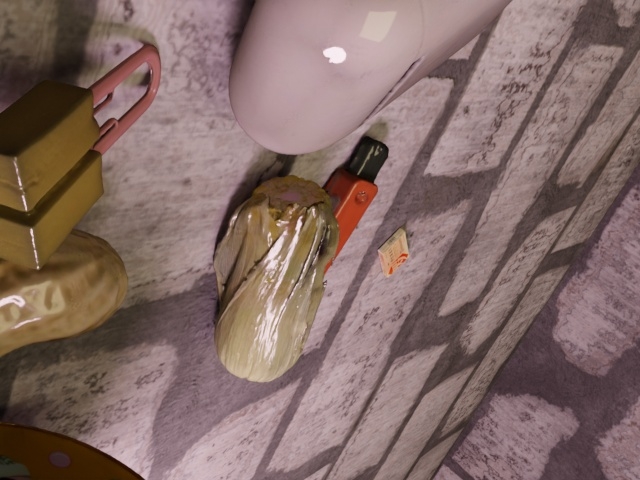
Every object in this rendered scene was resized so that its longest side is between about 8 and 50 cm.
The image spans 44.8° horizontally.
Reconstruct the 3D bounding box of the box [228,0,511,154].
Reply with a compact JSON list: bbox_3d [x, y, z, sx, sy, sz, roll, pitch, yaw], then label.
[{"bbox_3d":[0.074,-0.230,0.734,0.349,0.141,0.288,-39,-179,-22],"label":"box"}]

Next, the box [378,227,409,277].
[{"bbox_3d":[0.128,0.022,1.350,0.058,0.015,0.093,-45,152,-14],"label":"box"}]

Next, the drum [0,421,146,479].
[{"bbox_3d":[-0.310,0.380,0.696,0.431,0.431,0.214,0,125,-57],"label":"drum"}]

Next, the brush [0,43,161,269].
[{"bbox_3d":[-0.188,-0.091,0.625,0.233,0.047,0.103,-64,166,-47],"label":"brush"}]

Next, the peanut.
[{"bbox_3d":[-0.283,0.054,0.649,0.274,0.111,0.125,-26,160,-42],"label":"peanut"}]

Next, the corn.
[{"bbox_3d":[-0.061,0.054,0.981,0.122,0.123,0.305,-22,139,-38],"label":"corn"}]

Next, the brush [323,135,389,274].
[{"bbox_3d":[0.000,0.000,1.087,0.323,0.051,0.070,-57,155,13],"label":"brush"}]
